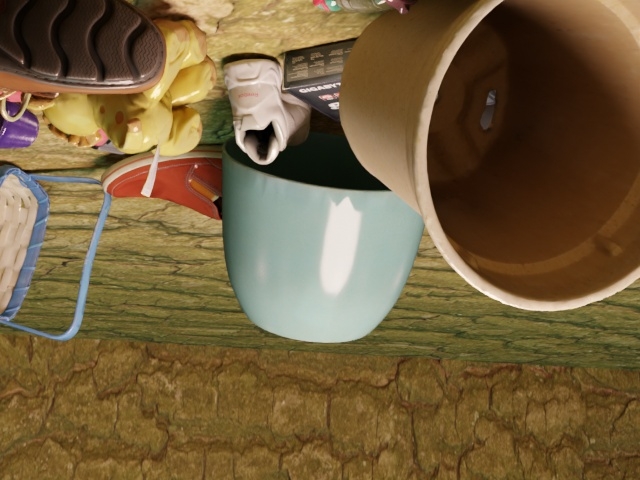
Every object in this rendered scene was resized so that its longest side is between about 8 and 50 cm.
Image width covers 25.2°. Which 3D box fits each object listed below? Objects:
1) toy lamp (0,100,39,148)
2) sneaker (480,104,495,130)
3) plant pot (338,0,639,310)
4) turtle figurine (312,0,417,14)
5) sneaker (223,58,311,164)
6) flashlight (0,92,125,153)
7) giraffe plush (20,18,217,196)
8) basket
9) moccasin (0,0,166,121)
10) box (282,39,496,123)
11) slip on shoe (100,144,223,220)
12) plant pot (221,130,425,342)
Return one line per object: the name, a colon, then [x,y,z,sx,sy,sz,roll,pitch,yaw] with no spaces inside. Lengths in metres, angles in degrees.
toy lamp: [-0.482,-0.171,1.823,0.080,0.080,0.274,-12,163,41]
sneaker: [0.244,-0.136,1.885,0.222,0.118,0.083,-1,166,5]
plant pot: [0.175,-0.129,1.468,0.333,0.334,0.305,7,-169,-26]
turtle figurine: [0.067,-0.271,1.348,0.234,0.118,0.175,-13,163,24]
sneaker: [-0.072,-0.147,1.842,0.090,0.115,0.232,-4,166,16]
flashlight: [-0.356,-0.180,1.742,0.304,0.103,0.103,9,167,-38]
giraffe plush: [-0.239,-0.166,1.646,0.170,0.210,0.181,15,157,18]
basket: [-0.483,0.013,2.224,0.289,0.255,0.201,9,166,12]
moccasin: [-0.354,-0.211,1.526,0.380,0.139,0.147,1,168,-2]
box: [0.090,-0.200,1.762,0.220,0.051,0.175,-7,165,27]
slip on shoe: [-0.172,-0.082,2.152,0.331,0.101,0.123,0,168,8]
plant pot: [0.000,0.000,1.950,0.293,0.235,0.293,7,-162,-2]
